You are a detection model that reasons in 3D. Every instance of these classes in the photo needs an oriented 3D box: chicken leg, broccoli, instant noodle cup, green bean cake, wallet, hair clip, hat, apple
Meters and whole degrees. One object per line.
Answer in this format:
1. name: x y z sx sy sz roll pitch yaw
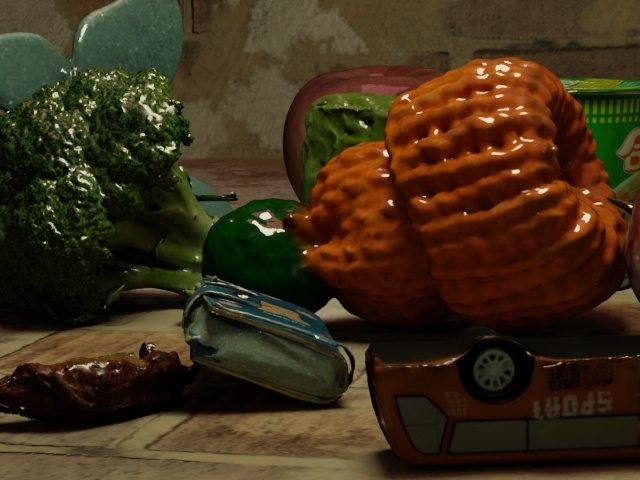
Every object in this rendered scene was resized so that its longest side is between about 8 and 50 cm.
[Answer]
1. chicken leg: -0.209 0.115 1.408 0.253 0.051 0.106 -3 6 -30
2. broccoli: -0.227 -0.050 1.906 0.283 0.304 0.321 32 18 -25
3. instant noodle cup: 0.290 -0.064 2.023 0.207 0.233 0.207 0 8 0
4. green bean cake: 0.099 -0.049 1.983 0.248 0.222 0.125 7 9 31
5. wallet: -0.050 0.080 1.513 0.141 0.059 0.202 17 5 -7
6. hair clip: -0.313 -0.094 2.226 0.318 0.392 0.238 -9 -14 -38
7. hat: 0.097 0.012 1.742 0.400 0.285 0.285 -31 0 15
8. apple: 0.083 -0.125 2.517 0.305 0.235 0.306 -2 10 0

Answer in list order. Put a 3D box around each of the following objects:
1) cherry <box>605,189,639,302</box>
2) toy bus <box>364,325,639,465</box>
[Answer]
1. cherry: 0.405 0.009 1.604 0.300 0.203 0.230 24 11 23
2. toy bus: 0.237 0.105 1.273 0.409 0.092 0.093 -1 5 -4
